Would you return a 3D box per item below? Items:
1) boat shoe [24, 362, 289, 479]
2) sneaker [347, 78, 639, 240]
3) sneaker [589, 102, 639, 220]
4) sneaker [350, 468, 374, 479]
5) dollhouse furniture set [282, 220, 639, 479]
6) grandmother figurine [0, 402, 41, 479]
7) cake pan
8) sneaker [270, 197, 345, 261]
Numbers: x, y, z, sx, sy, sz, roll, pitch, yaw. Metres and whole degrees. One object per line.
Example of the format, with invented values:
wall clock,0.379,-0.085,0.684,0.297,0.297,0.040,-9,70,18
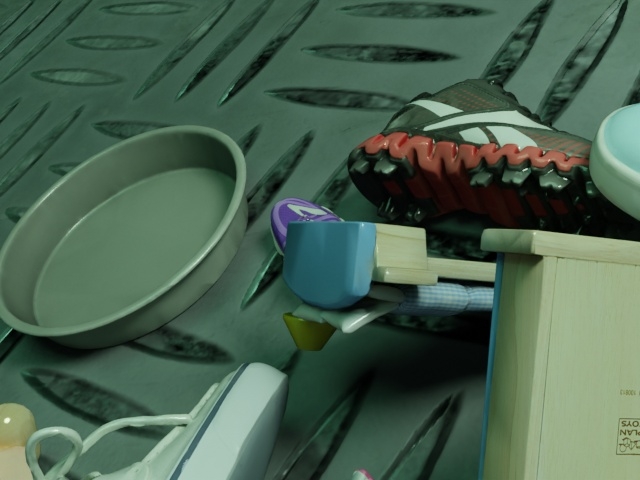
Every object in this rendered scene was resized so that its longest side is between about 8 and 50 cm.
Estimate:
boat shoe,-0.150,0.197,0.614,0.157,0.135,0.367,20,45,12
sneaker,0.156,-0.075,0.813,0.276,0.097,0.135,12,56,42
sneaker,0.355,-0.073,0.600,0.366,0.150,0.135,8,45,23
sneaker,0.045,0.249,0.541,0.111,0.103,0.252,-38,33,-2
dollhouse furniture set,0.142,0.098,0.645,0.303,0.287,0.198,-174,90,-68
grandmother figurine,-0.243,0.271,0.692,0.208,0.104,0.342,-41,36,0
cake pan,-0.198,-0.003,0.996,0.293,0.054,0.293,-18,40,15
sneaker,0.000,0.000,0.853,0.068,0.071,0.170,-35,38,-6
